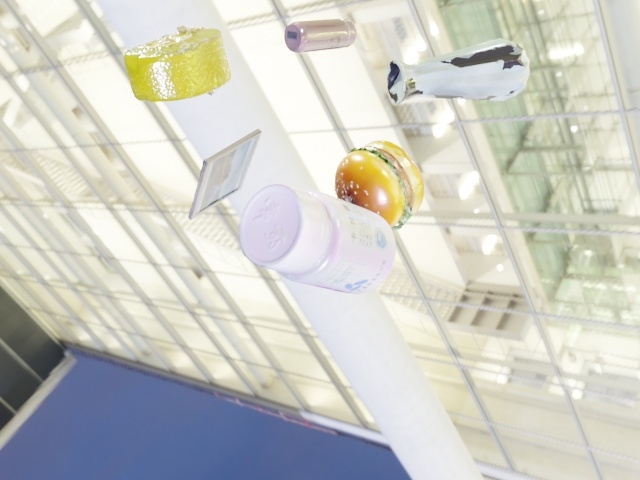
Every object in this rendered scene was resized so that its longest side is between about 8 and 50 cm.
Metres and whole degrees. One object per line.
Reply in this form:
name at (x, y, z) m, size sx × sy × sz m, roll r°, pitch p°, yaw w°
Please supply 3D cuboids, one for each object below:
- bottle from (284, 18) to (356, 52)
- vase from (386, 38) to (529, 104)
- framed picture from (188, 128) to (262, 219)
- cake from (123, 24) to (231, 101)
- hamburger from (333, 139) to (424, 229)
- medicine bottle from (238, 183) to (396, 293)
bottle at (0.001, -0.359, 1.237) m, size 0.140 × 0.053 × 0.053 m, roll -21°, pitch -160°, yaw -41°
vase at (0.361, -0.435, 1.857) m, size 0.360 × 0.165 × 0.165 m, roll -9°, pitch -151°, yaw -15°
framed picture at (-0.146, -0.098, 1.065) m, size 0.109 × 0.011 × 0.149 m, roll -36°, pitch 166°, yaw -34°
cake at (-0.335, -0.423, 1.704) m, size 0.179 × 0.156 × 0.260 m, roll 2°, pitch -149°, yaw 29°
hamburger at (0.138, -0.128, 1.821) m, size 0.170 × 0.246 × 0.246 m, roll -30°, pitch -151°, yaw -31°
medicine bottle at (0.000, 0.000, 1.133) m, size 0.152 × 0.254 × 0.152 m, roll -9°, pitch -105°, yaw 34°
